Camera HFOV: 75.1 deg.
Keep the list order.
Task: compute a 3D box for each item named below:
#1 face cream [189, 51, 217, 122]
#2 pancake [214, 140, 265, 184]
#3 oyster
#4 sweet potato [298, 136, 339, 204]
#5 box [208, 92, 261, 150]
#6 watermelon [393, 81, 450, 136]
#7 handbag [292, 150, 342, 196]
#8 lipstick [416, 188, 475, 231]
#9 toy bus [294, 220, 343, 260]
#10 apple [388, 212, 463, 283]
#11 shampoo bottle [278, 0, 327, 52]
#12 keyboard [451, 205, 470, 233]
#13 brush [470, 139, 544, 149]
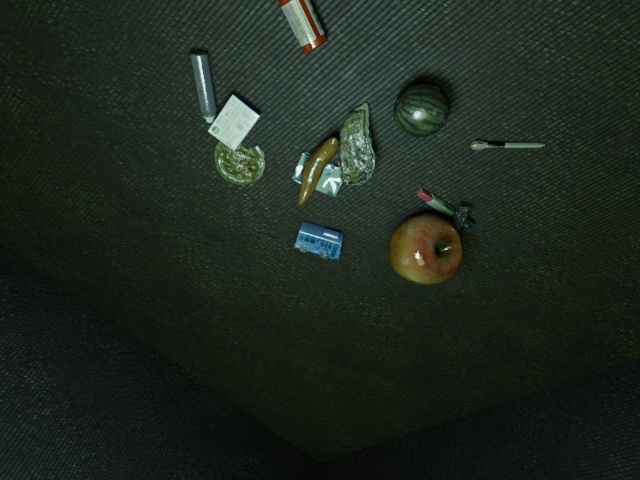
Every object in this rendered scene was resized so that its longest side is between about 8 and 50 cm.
[{"bbox_3d":[-0.478,-0.627,1.724,0.073,0.073,0.283,3,126,6],"label":"face cream"},{"bbox_3d":[-0.375,-0.367,1.917,0.254,0.037,0.253,3,123,4],"label":"pancake"},{"bbox_3d":[0.160,-0.398,1.759,0.163,0.158,0.350,7,114,6],"label":"oyster"},{"bbox_3d":[-0.026,-0.314,1.811,0.092,0.114,0.341,15,120,-31],"label":"sweet potato"},{"bbox_3d":[-0.364,-0.504,1.775,0.139,0.073,0.194,36,112,-15],"label":"box"},{"bbox_3d":[0.388,-0.505,1.609,0.213,0.212,0.211,4,126,5],"label":"watermelon"},{"bbox_3d":[-0.004,-0.305,1.903,0.221,0.057,0.144,23,118,-7],"label":"handbag"},{"bbox_3d":[0.578,-0.146,1.929,0.312,0.051,0.051,31,129,-13],"label":"lipstick"},{"bbox_3d":[0.000,0.000,2.076,0.234,0.116,0.133,17,122,-1],"label":"toy bus"},{"bbox_3d":[0.477,0.038,1.921,0.339,0.305,0.337,-1,93,-24],"label":"apple"},{"bbox_3d":[-0.080,-0.833,1.501,0.105,0.104,0.278,-20,120,20],"label":"shampoo bottle"},{"bbox_3d":[0.637,-0.081,1.928,0.064,0.010,0.197,9,134,6],"label":"keyboard"},{"bbox_3d":[0.778,-0.398,1.730,0.300,0.039,0.042,0,124,7],"label":"brush"}]
